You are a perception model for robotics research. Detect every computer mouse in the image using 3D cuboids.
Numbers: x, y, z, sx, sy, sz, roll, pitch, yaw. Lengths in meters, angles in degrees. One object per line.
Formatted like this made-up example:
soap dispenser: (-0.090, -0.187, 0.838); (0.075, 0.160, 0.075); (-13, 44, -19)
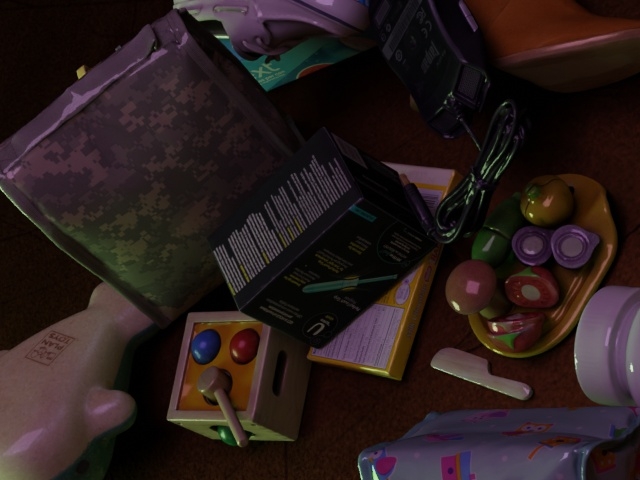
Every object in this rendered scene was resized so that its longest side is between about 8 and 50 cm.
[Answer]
computer mouse: (0.111, -0.124, 1.765); (0.262, 0.060, 0.184); (59, 140, 36)

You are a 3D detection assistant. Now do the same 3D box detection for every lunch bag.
lunch bag: (-0.161, -0.083, 1.869); (0.235, 0.287, 0.169); (-36, 52, 7)
lunch bag: (0.173, 0.272, 1.545); (0.223, 0.160, 0.262); (-6, 99, 36)

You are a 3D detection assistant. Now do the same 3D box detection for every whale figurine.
whale figurine: (-0.253, 0.164, 1.981); (0.216, 0.141, 0.272); (12, 53, 41)

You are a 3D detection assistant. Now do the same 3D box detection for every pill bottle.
pill bottle: (0.320, 0.095, 1.537); (0.221, 0.121, 0.121); (6, 74, 40)

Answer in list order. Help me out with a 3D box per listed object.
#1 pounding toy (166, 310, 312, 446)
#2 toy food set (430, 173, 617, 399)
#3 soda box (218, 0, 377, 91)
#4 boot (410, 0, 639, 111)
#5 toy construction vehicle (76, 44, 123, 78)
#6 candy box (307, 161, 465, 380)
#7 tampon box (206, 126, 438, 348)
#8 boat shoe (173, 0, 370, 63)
pounding toy: (-0.079, 0.139, 1.850); (0.130, 0.100, 0.141); (-4, 68, 38)
toy food set: (0.173, 0.029, 1.720); (0.128, 0.071, 0.218); (28, 89, 43)
soda box: (-0.023, -0.215, 1.991); (0.210, 0.071, 0.067); (-19, 61, 31)
boot: (0.192, -0.243, 1.804); (0.295, 0.104, 0.211); (-10, 70, 42)
toy construction vehicle: (-0.235, -0.174, 2.166); (0.086, 0.035, 0.098); (-34, 52, 22)
candy box: (0.063, 0.026, 1.839); (0.105, 0.027, 0.206); (8, 75, 44)
tampon box: (0.000, 0.000, 1.801); (0.161, 0.120, 0.101); (-42, 48, 18)
boat shoe: (-0.057, -0.219, 1.909); (0.267, 0.096, 0.088); (19, 88, 42)
